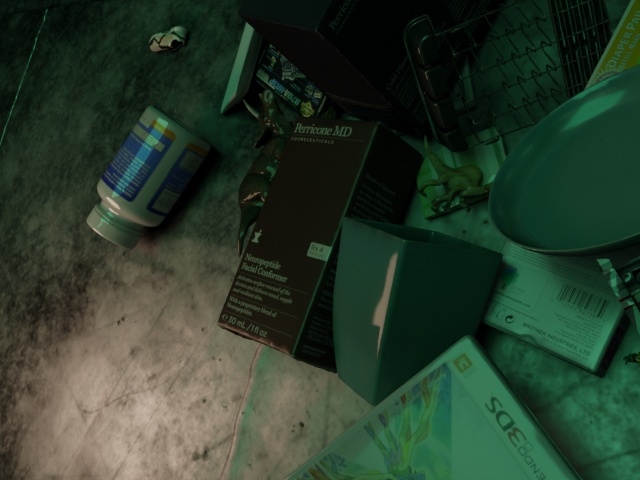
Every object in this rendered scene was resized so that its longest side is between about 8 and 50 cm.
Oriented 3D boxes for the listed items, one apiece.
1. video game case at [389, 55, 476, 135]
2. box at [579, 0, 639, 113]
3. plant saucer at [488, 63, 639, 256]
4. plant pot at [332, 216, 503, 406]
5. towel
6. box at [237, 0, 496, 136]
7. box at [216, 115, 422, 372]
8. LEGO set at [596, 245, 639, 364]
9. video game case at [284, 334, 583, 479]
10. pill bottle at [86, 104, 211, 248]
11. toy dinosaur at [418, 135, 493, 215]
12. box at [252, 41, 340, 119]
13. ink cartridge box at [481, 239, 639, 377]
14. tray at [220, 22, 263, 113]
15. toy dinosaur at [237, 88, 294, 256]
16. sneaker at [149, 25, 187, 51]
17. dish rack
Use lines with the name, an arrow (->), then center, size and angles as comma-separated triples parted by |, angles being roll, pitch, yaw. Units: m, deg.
video game case -> 0.167, -0.287, 1.188 | 0.183, 0.023, 0.201 | -17, 65, 29
box -> 0.451, -0.236, 0.920 | 0.114, 0.103, 0.203 | 26, 89, 38
plant saucer -> 0.340, -0.092, 0.774 | 0.317, 0.043, 0.317 | -33, 25, 18
plant pot -> 0.114, 0.104, 0.962 | 0.165, 0.166, 0.234 | 25, 105, 61
towel -> 0.223, -0.105, 1.083 | 0.152, 0.023, 0.113 | -23, 59, 29
box -> 0.101, -0.393, 1.056 | 0.179, 0.312, 0.343 | 27, 86, 40
box -> 0.000, 0.000, 1.113 | 0.191, 0.143, 0.381 | 13, 78, 43
LEGO set -> 0.448, 0.038, 0.725 | 0.331, 0.255, 0.192 | -34, 73, 28
video game case -> 0.145, 0.332, 0.835 | 0.329, 0.036, 0.300 | -42, 61, 15
pill bottle -> -0.357, -0.125, 1.406 | 0.152, 0.152, 0.272 | 39, 96, 38
toy dinosaur -> 0.200, -0.089, 1.058 | 0.092, 0.053, 0.183 | -42, 43, -6
box -> -0.023, -0.332, 1.288 | 0.220, 0.051, 0.175 | 45, 117, 38
ink cartridge box -> 0.353, 0.003, 0.924 | 0.186, 0.065, 0.311 | 25, 90, 39
tray -> -0.144, -0.396, 1.409 | 0.145, 0.030, 0.270 | 163, 123, -68
toy dinosaur -> -0.086, -0.113, 1.258 | 0.160, 0.121, 0.313 | 10, 83, 49
sneaker -> -0.360, -0.463, 1.608 | 0.109, 0.040, 0.043 | -15, 67, 30
dish rack -> 0.275, -0.252, 0.984 | 0.271, 0.208, 0.074 | -20, 31, 8
